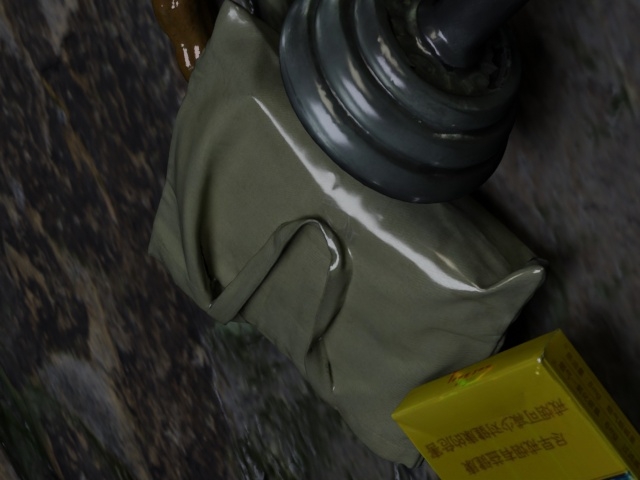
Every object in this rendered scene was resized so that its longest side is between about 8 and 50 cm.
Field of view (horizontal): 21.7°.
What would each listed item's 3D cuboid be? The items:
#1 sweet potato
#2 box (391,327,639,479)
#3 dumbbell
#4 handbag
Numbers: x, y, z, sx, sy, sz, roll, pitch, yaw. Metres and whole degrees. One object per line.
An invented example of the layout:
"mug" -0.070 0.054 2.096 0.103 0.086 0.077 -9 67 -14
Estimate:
"sweet potato" -0.106 -0.189 1.300 0.053 0.054 0.182 21 125 46
"box" 0.186 0.198 1.167 0.153 0.041 0.279 -29 103 45
"dumbbell" 0.124 -0.168 1.003 0.179 0.179 0.406 56 136 8
"handbag" 0.002 0.005 1.249 0.316 0.109 0.253 40 135 16
